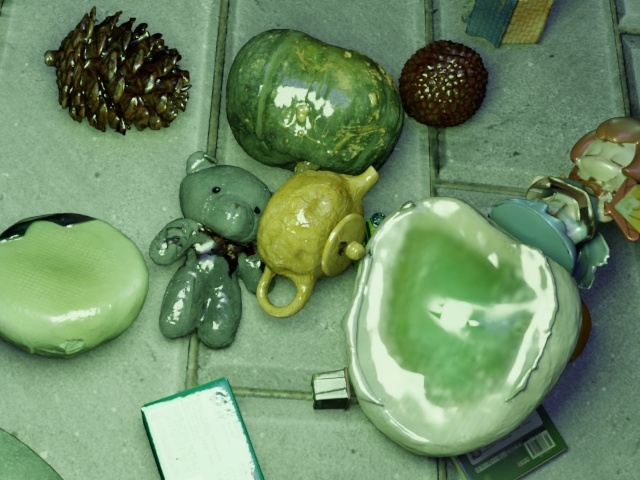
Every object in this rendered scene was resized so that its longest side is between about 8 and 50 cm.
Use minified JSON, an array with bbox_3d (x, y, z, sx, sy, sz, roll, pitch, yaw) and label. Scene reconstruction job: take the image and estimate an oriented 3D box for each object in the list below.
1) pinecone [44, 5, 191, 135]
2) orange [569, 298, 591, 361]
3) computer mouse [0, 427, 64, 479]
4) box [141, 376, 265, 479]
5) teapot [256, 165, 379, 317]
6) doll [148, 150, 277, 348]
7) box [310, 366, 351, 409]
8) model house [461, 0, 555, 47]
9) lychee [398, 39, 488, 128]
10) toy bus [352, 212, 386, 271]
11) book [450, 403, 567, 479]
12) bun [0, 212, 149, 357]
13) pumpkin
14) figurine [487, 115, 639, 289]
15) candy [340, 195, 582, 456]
[{"bbox_3d":[-0.369,-0.303,1.610,0.272,0.224,0.224,17,64,-16],"label":"pinecone"},{"bbox_3d":[0.418,0.151,1.602,0.159,0.136,0.159,3,69,-7],"label":"orange"},{"bbox_3d":[-0.511,0.396,1.335,0.374,0.114,0.203,30,66,4],"label":"computer mouse"},{"bbox_3d":[-0.183,0.365,1.422,0.153,0.092,0.245,-17,70,-16],"label":"box"},{"bbox_3d":[0.000,0.000,1.514,0.167,0.203,0.311,30,87,28],"label":"teapot"},{"bbox_3d":[-0.171,0.016,1.539,0.246,0.158,0.340,24,60,-23],"label":"doll"},{"bbox_3d":[0.017,0.257,1.511,0.063,0.084,0.060,-3,68,-6],"label":"box"},{"bbox_3d":[0.384,-0.530,1.883,0.172,0.166,0.183,-7,57,-10],"label":"model house"},{"bbox_3d":[0.247,-0.320,1.753,0.188,0.188,0.188,4,66,-9],"label":"lychee"},{"bbox_3d":[0.137,0.004,1.639,0.175,0.088,0.101,-5,66,-12],"label":"toy bus"},{"bbox_3d":[0.293,0.300,1.573,0.202,0.027,0.264,-25,74,-18],"label":"book"},{"bbox_3d":[-0.428,0.090,1.461,0.283,0.179,0.283,8,45,-8],"label":"bun"},{"bbox_3d":[-0.010,-0.242,1.611,0.328,0.291,0.257,12,86,9],"label":"pumpkin"},{"bbox_3d":[0.518,-0.073,1.619,0.388,0.248,0.276,-39,44,-23],"label":"figurine"},{"bbox_3d":[0.226,0.155,1.491,0.386,0.186,0.427,22,81,18],"label":"candy"}]
